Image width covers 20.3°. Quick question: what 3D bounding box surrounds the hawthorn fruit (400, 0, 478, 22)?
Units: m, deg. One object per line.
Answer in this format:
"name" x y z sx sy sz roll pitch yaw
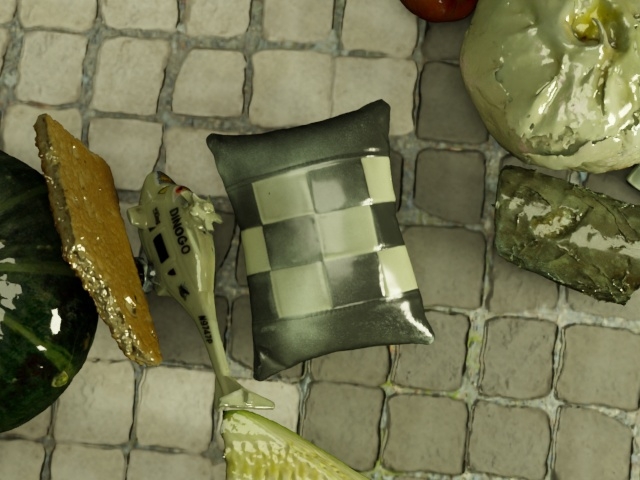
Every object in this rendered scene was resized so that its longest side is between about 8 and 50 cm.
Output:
"hawthorn fruit" 0.111 -0.256 1.778 0.081 0.093 0.081 -12 110 -34

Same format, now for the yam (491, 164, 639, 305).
"yam" 0.249 -0.004 1.734 0.183 0.107 0.107 21 86 8

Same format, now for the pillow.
"pillow" 0.000 0.000 1.747 0.186 0.106 0.250 -11 88 3

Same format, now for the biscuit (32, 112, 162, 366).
"biscuit" -0.211 0.002 1.674 0.026 0.131 0.237 -25 62 15

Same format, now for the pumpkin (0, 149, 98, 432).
"pumpkin" -0.358 0.053 1.720 0.300 0.207 0.300 1 71 -4

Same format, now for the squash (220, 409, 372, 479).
"squash" 0.053 0.258 1.716 0.289 0.111 0.203 -1 91 7

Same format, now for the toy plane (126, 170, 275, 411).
"toy plane" -0.119 0.048 1.726 0.108 0.092 0.286 -41 54 38

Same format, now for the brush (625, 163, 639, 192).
"brush" 0.370 -0.112 1.771 0.033 0.030 0.178 41 85 14

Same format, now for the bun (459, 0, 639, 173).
"bun" 0.251 -0.177 1.720 0.239 0.141 0.239 -1 73 3
